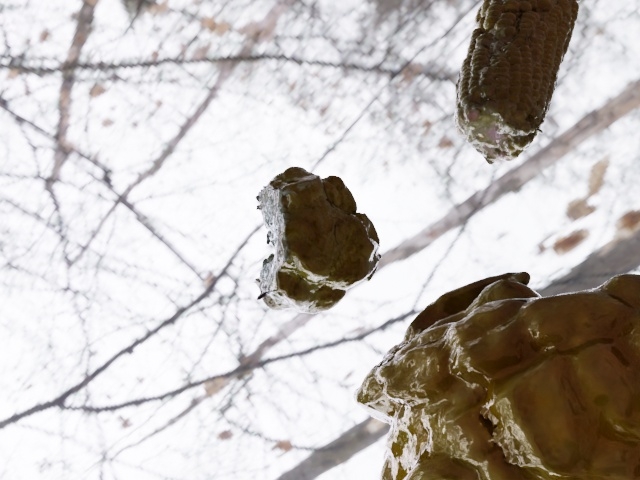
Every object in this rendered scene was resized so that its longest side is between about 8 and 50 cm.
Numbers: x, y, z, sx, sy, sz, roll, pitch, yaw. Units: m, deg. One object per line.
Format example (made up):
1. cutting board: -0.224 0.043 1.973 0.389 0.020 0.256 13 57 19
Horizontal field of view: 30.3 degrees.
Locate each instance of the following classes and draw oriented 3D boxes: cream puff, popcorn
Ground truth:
1. cream puff: 0.001 0.000 1.201 0.156 0.121 0.156 0 -91 -37
2. popcorn: 0.134 0.119 0.696 0.250 0.250 0.190 27 -121 -18

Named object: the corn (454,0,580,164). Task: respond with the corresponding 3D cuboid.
1. corn: 0.163 -0.159 0.983 0.086 0.086 0.288 38 -142 -9
